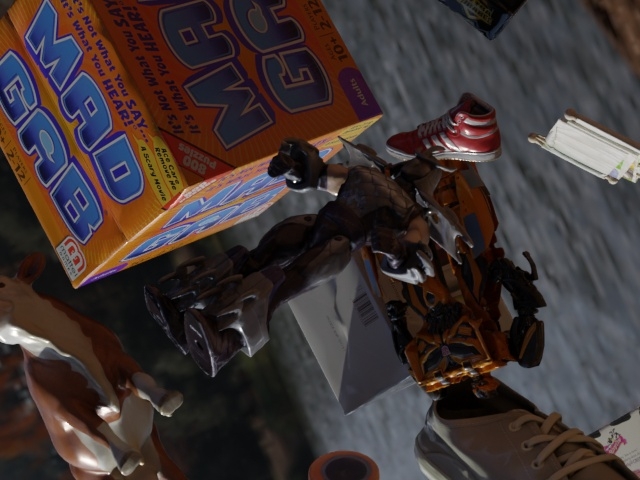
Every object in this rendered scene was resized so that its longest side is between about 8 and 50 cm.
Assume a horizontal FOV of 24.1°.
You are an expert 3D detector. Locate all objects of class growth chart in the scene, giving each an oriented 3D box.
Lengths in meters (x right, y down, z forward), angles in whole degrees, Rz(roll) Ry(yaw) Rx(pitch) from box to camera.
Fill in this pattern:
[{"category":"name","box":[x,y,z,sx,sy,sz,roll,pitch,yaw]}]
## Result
[{"category":"growth chart","box":[0.394,-0.126,2.132,0.172,0.021,0.237,28,172,-1]}]

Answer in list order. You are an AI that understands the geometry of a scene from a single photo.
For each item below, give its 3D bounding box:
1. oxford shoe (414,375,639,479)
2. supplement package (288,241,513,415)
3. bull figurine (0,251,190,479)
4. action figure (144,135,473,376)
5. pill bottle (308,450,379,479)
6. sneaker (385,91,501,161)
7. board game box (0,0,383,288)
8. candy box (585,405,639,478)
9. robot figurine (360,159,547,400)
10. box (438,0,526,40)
[{"category":"oxford shoe","box":[0.255,0.261,1.631,0.449,0.169,0.130,30,120,53]},{"category":"supplement package","box":[0.096,0.079,1.867,0.149,0.203,0.194,-37,77,46]},{"category":"bull figurine","box":[-0.193,0.146,1.307,0.188,0.101,0.310,37,160,34]},{"category":"action figure","box":[0.000,0.000,1.226,0.185,0.285,0.099,35,151,44]},{"category":"pill bottle","box":[0.030,0.384,1.863,0.130,0.130,0.246,-119,24,-60]},{"category":"sneaker","box":[0.123,-0.115,1.515,0.042,0.118,0.067,-76,-17,-50]},{"category":"board game box","box":[-0.210,-0.204,2.082,0.356,0.356,0.356,-36,81,49]},{"category":"candy box","box":[0.464,0.338,2.016,0.233,0.071,0.159,61,146,10]},{"category":"robot figurine","box":[0.133,0.038,1.660,0.085,0.211,0.291,-6,-105,-49]},{"category":"box","box":[0.150,-0.340,1.645,0.220,0.175,0.051,38,141,4]}]
